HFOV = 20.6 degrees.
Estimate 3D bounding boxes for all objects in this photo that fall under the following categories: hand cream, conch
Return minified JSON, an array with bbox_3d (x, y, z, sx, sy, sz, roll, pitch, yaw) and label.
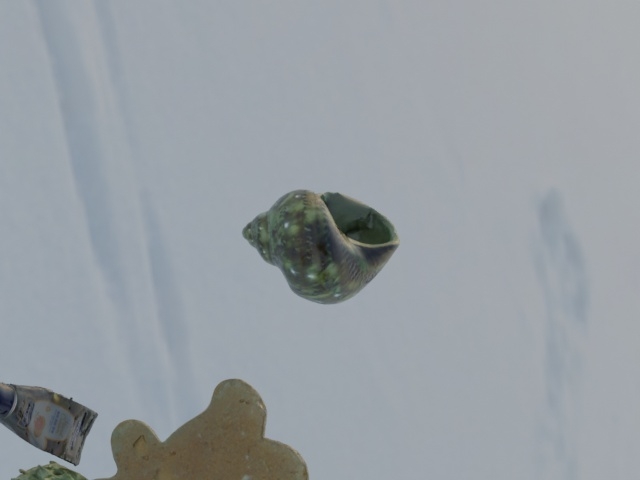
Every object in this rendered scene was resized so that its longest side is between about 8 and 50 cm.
[{"bbox_3d":[-0.285,0.181,1.797,0.163,0.039,0.062,33,68,-48],"label":"hand cream"},{"bbox_3d":[-0.002,0.002,2.328,0.181,0.124,0.187,38,27,-14],"label":"conch"}]

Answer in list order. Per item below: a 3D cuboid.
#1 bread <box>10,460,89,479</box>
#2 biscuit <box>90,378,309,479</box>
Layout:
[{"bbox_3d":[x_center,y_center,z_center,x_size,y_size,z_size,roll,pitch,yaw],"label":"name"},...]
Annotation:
[{"bbox_3d":[-0.307,0.357,1.892,0.087,0.098,0.269,50,-46,39],"label":"bread"},{"bbox_3d":[-0.139,0.232,1.678,0.153,0.234,0.030,57,-8,16],"label":"biscuit"}]
